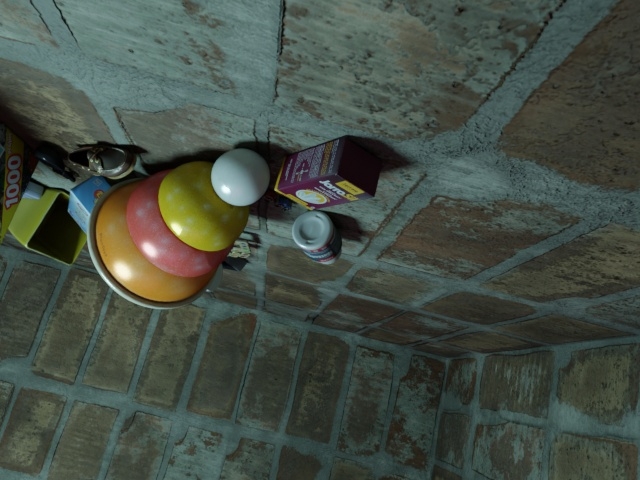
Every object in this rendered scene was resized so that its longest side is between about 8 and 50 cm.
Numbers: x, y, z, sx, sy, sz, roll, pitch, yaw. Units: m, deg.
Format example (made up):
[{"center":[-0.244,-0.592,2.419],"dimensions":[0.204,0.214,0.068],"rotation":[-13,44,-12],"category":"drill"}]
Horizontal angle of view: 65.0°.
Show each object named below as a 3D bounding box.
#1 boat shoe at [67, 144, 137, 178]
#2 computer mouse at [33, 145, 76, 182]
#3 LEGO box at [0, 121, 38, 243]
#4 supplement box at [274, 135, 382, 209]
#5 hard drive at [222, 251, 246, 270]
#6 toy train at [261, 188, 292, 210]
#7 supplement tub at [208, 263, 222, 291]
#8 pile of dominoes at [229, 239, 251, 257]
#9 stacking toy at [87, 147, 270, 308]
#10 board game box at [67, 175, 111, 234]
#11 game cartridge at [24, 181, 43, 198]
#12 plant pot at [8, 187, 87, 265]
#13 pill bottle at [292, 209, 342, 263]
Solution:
[{"center":[-0.527,-0.191,1.201],"dimensions":[0.207,0.073,0.073],"rotation":[2,161,35],"category":"boat shoe"},{"center":[-0.713,-0.208,1.371],"dimensions":[0.071,0.041,0.242],"rotation":[25,169,-8],"category":"computer mouse"},{"center":[-0.913,-0.076,1.145],"dimensions":[0.193,0.499,0.372],"rotation":[14,164,2],"category":"LEGO box"},{"center":[0.012,-0.125,0.974],"dimensions":[0.104,0.080,0.188],"rotation":[26,159,-36],"category":"supplement box"},{"center":[-0.408,0.057,1.946],"dimensions":[0.172,0.054,0.254],"rotation":[8,162,18],"category":"hard drive"},{"center":[-0.129,-0.112,1.227],"dimensions":[0.158,0.027,0.036],"rotation":[26,149,-34],"category":"toy train"},{"center":[-0.474,0.110,1.830],"dimensions":[0.200,0.144,0.144],"rotation":[7,162,19],"category":"supplement tub"},{"center":[-0.360,0.037,1.688],"dimensions":[0.252,0.040,0.196],"rotation":[5,162,1],"category":"pile of dominoes"},{"center":[-0.277,-0.059,1.145],"dimensions":[0.351,0.350,0.480],"rotation":[26,144,-35],"category":"stacking toy"},{"center":[-0.573,-0.010,1.415],"dimensions":[0.308,0.086,0.302],"rotation":[55,153,-11],"category":"board game box"},{"center":[-1.085,-0.213,1.555],"dimensions":[0.230,0.068,0.355],"rotation":[10,168,32],"category":"game cartridge"},{"center":[-0.943,-0.068,1.740],"dimensions":[0.187,0.212,0.212],"rotation":[22,167,22],"category":"plant pot"},{"center":[0.000,0.000,1.346],"dimensions":[0.108,0.107,0.180],"rotation":[8,163,19],"category":"pill bottle"}]
